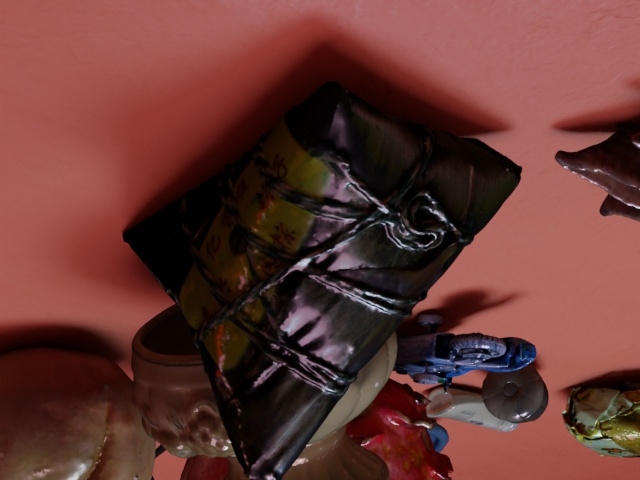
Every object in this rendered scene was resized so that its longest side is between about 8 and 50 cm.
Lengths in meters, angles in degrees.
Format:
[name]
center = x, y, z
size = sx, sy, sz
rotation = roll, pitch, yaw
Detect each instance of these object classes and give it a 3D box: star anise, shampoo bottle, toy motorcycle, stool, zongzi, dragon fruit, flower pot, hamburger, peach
[star anise]
center = 0.426, -0.084, 1.492
size = 0.349, 0.109, 0.292
rotation = -16, 166, 42
[shampoo bottle]
center = 0.250, 0.275, 2.338
size = 0.072, 0.049, 0.212
rotation = -29, 150, 32
[toy motorcycle]
center = 0.176, 0.159, 1.974
size = 0.135, 0.092, 0.254
rotation = 16, 161, -37
[stool]
center = 0.303, 0.237, 2.216
size = 0.096, 0.096, 0.110
rotation = -16, 162, 16
[zongzi]
center = -0.047, -0.007, 1.429
size = 0.319, 0.362, 0.383
rotation = 26, 101, -50
[dragon fruit]
center = 0.003, 0.263, 1.940
size = 0.370, 0.249, 0.386
rotation = 11, -179, 15
[flower pot]
center = -0.051, 0.189, 1.628
size = 0.307, 0.244, 0.307
rotation = -14, -166, 3
[hamburger]
center = 0.527, 0.297, 2.393
size = 0.235, 0.125, 0.214
rotation = -1, 170, 17
[peach]
center = -0.348, 0.259, 1.841
size = 0.292, 0.247, 0.292
rotation = -8, 129, -10

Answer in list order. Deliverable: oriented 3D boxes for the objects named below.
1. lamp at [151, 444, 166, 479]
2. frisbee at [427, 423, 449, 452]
[lamp]
center = -0.212, 0.322, 2.195
size = 0.130, 0.109, 0.371
rotation = 15, 147, -43
[frisbee]
center = 0.069, 0.331, 2.399
size = 0.289, 0.049, 0.289
rotation = -5, 155, -2
